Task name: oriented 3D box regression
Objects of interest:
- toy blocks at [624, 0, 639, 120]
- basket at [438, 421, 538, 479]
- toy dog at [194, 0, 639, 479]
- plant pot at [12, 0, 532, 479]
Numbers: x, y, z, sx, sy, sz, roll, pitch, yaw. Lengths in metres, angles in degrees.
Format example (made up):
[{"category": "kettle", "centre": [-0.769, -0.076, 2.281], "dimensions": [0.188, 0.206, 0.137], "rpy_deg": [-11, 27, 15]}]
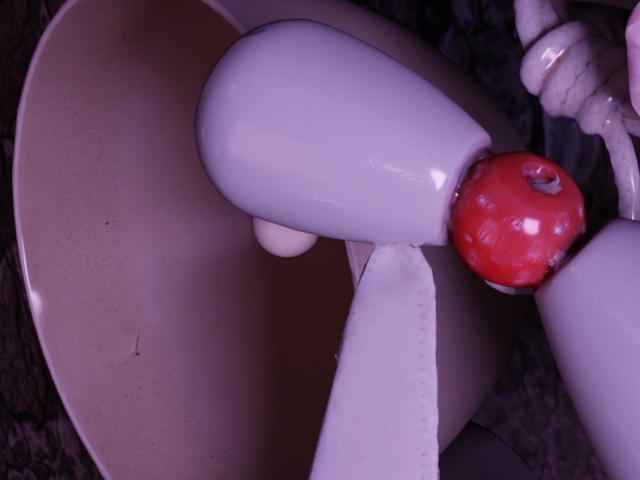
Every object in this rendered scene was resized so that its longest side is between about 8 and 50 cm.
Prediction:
[{"category": "toy blocks", "centre": [0.152, -0.139, 0.440], "dimensions": [0.309, 0.260, 0.288], "rpy_deg": [47, 143, 26]}, {"category": "basket", "centre": [0.014, 0.201, 0.880], "dimensions": [0.154, 0.227, 0.204], "rpy_deg": [-20, 94, 57]}, {"category": "toy dog", "centre": [0.104, 0.061, 0.543], "dimensions": [0.333, 0.220, 0.161], "rpy_deg": [51, 143, 31]}, {"category": "plant pot", "centre": [0.000, 0.000, 0.791], "dimensions": [0.284, 0.191, 0.284], "rpy_deg": [20, 116, 48]}]
